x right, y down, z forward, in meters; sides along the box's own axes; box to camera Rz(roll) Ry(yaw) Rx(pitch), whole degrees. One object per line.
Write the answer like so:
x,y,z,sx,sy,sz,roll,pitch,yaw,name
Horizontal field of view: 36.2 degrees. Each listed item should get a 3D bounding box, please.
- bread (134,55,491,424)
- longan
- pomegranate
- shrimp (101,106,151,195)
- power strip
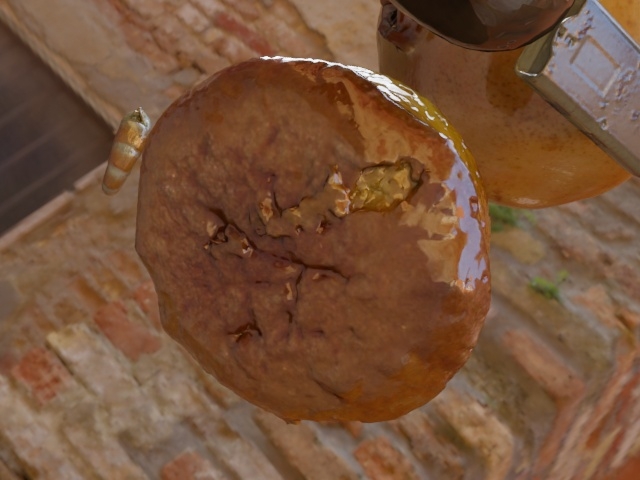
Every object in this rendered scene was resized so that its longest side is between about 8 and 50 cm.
0.001,-0.005,0.802,0.312,0.172,0.312,8,-68,21,bread
0.118,-0.233,0.733,0.189,0.189,0.189,44,-22,23,longan
0.239,-0.247,1.167,0.417,0.417,0.416,44,-22,23,pomegranate
-0.312,-0.148,1.601,0.049,0.161,0.166,23,12,-8,shrimp
0.277,-0.134,0.911,0.268,0.092,0.034,27,5,-42,power strip
